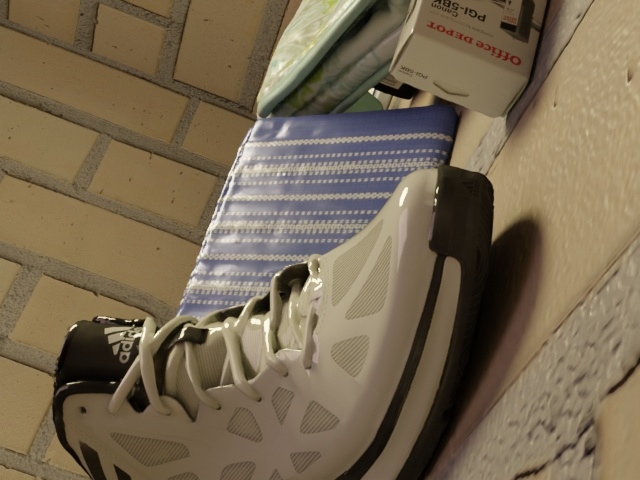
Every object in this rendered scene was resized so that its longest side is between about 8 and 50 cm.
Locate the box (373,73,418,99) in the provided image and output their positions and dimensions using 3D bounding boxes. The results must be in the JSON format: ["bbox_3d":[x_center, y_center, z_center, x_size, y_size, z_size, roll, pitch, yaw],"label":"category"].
[{"bbox_3d":[0.122,-0.318,1.427,0.153,0.108,0.207,137,153,-82],"label":"box"}]

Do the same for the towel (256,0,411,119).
[{"bbox_3d":[0.084,-0.298,1.134,0.374,0.090,0.320,-35,24,45],"label":"towel"}]

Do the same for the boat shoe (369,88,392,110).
[{"bbox_3d":[0.065,-0.235,1.833,0.109,0.094,0.302,170,120,-85],"label":"boat shoe"}]

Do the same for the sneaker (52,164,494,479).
[{"bbox_3d":[-0.062,0.097,0.742,0.169,0.258,0.447,-74,6,-48],"label":"sneaker"}]

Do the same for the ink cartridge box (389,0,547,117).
[{"bbox_3d":[0.121,-0.177,0.813,0.056,0.099,0.135,120,169,-60],"label":"ink cartridge box"}]

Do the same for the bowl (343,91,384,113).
[{"bbox_3d":[0.005,-0.140,1.679,0.311,0.163,0.311,-159,90,-87],"label":"bowl"}]

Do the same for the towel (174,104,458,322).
[{"bbox_3d":[-0.009,0.006,0.999,0.040,0.243,0.336,55,-137,-45],"label":"towel"}]
